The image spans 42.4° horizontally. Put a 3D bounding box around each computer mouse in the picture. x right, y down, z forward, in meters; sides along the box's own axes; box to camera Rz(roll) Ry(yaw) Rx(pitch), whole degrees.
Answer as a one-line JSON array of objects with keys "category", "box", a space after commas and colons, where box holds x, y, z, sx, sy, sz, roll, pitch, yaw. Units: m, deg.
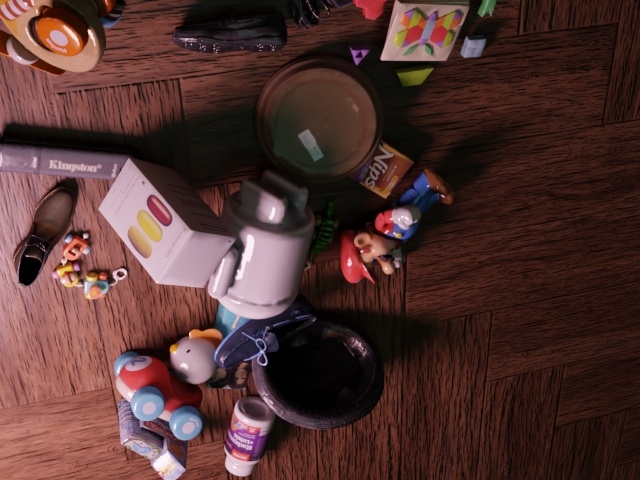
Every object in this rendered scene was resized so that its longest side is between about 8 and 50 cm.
[{"category": "computer mouse", "box": [0.062, -0.535, 1.609, 0.272, 0.072, 0.188, -13, 129, 2]}]

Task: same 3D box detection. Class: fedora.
[{"category": "fedora", "box": [-0.017, 0.333, 2.016, 0.334, 0.334, 0.152, 1, 149, -19]}]

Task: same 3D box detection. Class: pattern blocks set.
[{"category": "pattern blocks set", "box": [0.213, -0.434, 1.688, 0.325, 0.026, 0.285, -17, 142, -14]}]

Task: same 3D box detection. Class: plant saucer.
[{"category": "plant saucer", "box": [0.000, -0.248, 1.734, 0.278, 0.041, 0.277, -2, 112, -4]}]

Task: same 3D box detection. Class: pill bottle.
[{"category": "pill bottle", "box": [-0.187, 0.507, 2.121, 0.108, 0.108, 0.193, 6, 117, -21]}]

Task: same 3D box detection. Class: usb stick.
[{"category": "usb stick", "box": [-0.506, -0.162, 1.655, 0.278, 0.045, 0.077, 3, 120, -21]}]

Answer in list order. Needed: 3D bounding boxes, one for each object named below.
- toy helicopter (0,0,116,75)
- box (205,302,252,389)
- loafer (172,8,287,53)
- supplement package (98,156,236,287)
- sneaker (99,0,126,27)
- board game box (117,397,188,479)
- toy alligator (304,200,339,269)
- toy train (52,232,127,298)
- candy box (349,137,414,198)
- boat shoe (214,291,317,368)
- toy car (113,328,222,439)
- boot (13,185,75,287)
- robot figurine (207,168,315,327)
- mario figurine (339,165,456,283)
[{"category": "toy helicopter", "box": [-0.546, -0.407, 1.443, 0.355, 0.140, 0.235, 27, 145, -10]}, {"category": "box", "box": [-0.208, 0.245, 1.987, 0.101, 0.060, 0.244, 5, 118, -21]}, {"category": "loafer", "box": [-0.176, -0.410, 1.607, 0.223, 0.076, 0.078, -4, 85, -9]}, {"category": "supplement package", "box": [-0.309, -0.035, 1.657, 0.134, 0.244, 0.139, 11, 118, -54]}, {"category": "sneaker", "box": [-0.430, -0.472, 1.491, 0.078, 0.067, 0.188, -48, 125, -3]}, {"category": "board game box", "box": [-0.392, 0.481, 1.987, 0.060, 0.194, 0.194, -43, 124, 10]}, {"category": "toy alligator", "box": [0.000, 0.000, 1.914, 0.056, 0.051, 0.189, 11, 116, -23]}, {"category": "toy train", "box": [-0.506, 0.065, 1.790, 0.125, 0.046, 0.166, -42, 123, 9]}, {"category": "candy box", "box": [0.103, -0.184, 1.838, 0.187, 0.053, 0.109, 27, 108, -31]}, {"category": "boat shoe", "box": [-0.122, 0.214, 1.891, 0.258, 0.089, 0.109, -37, 152, -13]}, {"category": "toy car", "box": [-0.327, 0.288, 1.898, 0.210, 0.219, 0.238, 36, 89, -31]}, {"category": "boot", "box": [-0.563, -0.003, 1.694, 0.082, 0.106, 0.219, 24, 110, -29]}, {"category": "robot figurine", "box": [-0.128, 0.025, 1.791, 0.300, 0.200, 0.353, -25, 139, -47]}, {"category": "mario figurine", "box": [0.186, -0.008, 1.902, 0.320, 0.170, 0.198, -43, 125, 8]}]
